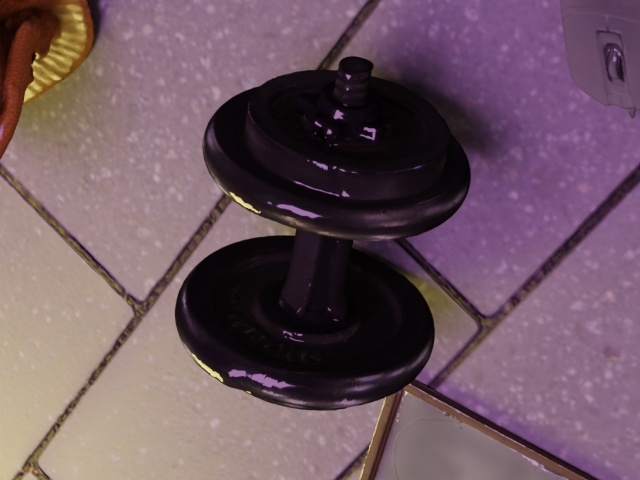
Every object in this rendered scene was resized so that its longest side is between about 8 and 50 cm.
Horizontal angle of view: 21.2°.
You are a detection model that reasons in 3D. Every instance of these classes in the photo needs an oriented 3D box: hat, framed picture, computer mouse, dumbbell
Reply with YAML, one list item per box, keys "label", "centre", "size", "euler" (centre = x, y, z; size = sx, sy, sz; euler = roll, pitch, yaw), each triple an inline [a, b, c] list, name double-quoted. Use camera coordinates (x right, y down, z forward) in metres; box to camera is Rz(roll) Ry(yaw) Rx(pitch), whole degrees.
- label: "hat"
  centre: [-0.326, -0.100, 1.305]
  size: [0.244, 0.233, 0.233]
  euler: [22, 138, -11]
- label: "framed picture"
  centre: [0.128, 0.202, 1.354]
  size: [0.201, 0.010, 0.136]
  euler: [27, 124, 18]
- label: "computer mouse"
  centre: [0.194, -0.159, 1.102]
  size: [0.089, 0.056, 0.181]
  euler: [13, 120, 33]
- label: "dumbbell"
  centre: [0.000, 0.000, 1.220]
  size: [0.192, 0.192, 0.290]
  euler: [25, 126, 21]
